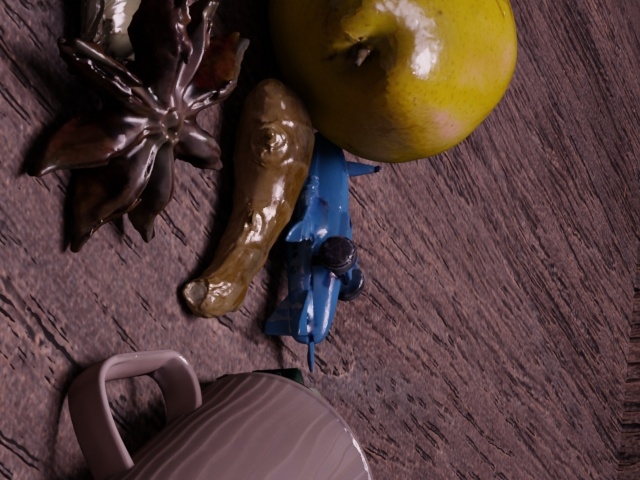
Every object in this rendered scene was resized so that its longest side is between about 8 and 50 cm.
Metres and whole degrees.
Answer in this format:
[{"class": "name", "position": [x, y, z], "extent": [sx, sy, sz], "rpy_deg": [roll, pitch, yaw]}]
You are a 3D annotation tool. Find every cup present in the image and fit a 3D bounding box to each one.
[{"class": "cup", "position": [-0.094, 0.233, 1.584], "extent": [0.273, 0.208, 0.288], "rpy_deg": [-34, 121, -62]}]

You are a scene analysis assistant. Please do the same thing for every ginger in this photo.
[{"class": "ginger", "position": [-0.070, -0.043, 1.826], "extent": [0.131, 0.086, 0.294], "rpy_deg": [90, 17, -57]}]

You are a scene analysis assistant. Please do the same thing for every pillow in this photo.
[{"class": "pillow", "position": [-0.184, -0.255, 1.590], "extent": [0.119, 0.053, 0.208], "rpy_deg": [-2, 89, -69]}]

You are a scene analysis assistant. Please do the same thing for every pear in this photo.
[{"class": "pear", "position": [0.063, -0.222, 1.922], "extent": [0.336, 0.285, 0.285], "rpy_deg": [0, 89, -53]}]

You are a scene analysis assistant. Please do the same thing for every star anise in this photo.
[{"class": "star anise", "position": [-0.153, -0.118, 1.567], "extent": [0.288, 0.088, 0.288], "rpy_deg": [-40, 146, -34]}]

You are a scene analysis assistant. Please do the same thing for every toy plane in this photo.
[{"class": "toy plane", "position": [0.000, 0.000, 1.967], "extent": [0.254, 0.105, 0.271], "rpy_deg": [74, 27, -65]}]

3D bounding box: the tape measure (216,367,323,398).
[{"class": "tape measure", "position": [-0.037, 0.223, 1.818], "extent": [0.207, 0.115, 0.235], "rpy_deg": [-39, 124, -71]}]
